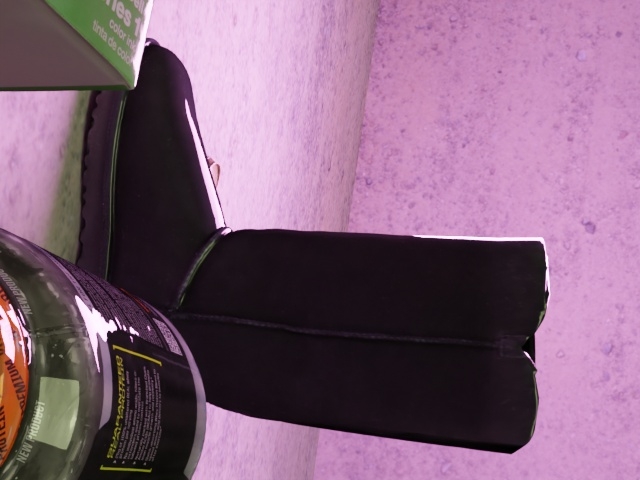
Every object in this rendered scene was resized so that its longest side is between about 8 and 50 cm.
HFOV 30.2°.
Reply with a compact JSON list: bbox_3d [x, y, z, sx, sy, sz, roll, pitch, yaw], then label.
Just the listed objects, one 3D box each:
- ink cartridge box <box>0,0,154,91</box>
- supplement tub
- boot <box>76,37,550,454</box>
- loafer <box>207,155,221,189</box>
[{"bbox_3d":[-0.185,-0.231,0.660,0.117,0.201,0.278,45,51,-62],"label":"ink cartridge box"},{"bbox_3d":[-0.208,0.104,0.757,0.338,0.207,0.207,54,43,-75],"label":"supplement tub"},{"bbox_3d":[0.000,0.002,1.148,0.146,0.445,0.367,5,91,-79],"label":"boot"},{"bbox_3d":[-0.141,-0.034,1.455,0.056,0.050,0.148,72,27,-66],"label":"loafer"}]
